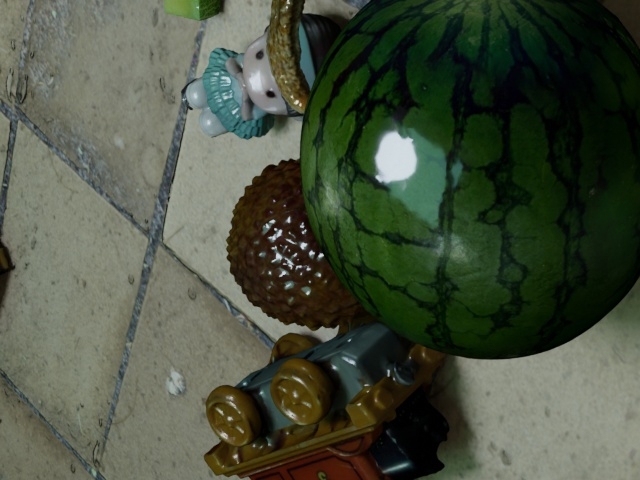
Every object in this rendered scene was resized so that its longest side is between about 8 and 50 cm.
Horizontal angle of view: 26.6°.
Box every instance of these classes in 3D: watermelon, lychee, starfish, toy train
[{"bbox_3d":[0.147,-0.071,1.211,0.363,0.363,0.363,21,121,39],"label":"watermelon"},{"bbox_3d":[0.000,0.000,1.503,0.238,0.200,0.200,-17,94,39],"label":"lychee"},{"bbox_3d":[0.003,-0.288,1.332,0.375,0.094,0.327,-109,36,-63],"label":"starfish"},{"bbox_3d":[0.007,0.225,1.613,0.369,0.163,0.231,-27,99,48],"label":"toy train"}]

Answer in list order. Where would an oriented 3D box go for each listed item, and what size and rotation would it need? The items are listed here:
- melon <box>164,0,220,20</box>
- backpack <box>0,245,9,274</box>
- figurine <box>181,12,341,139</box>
[{"bbox_3d":[-0.186,-0.356,1.629,0.118,0.064,0.209,-23,92,47],"label":"melon"},{"bbox_3d":[-0.678,0.047,2.210,0.353,0.201,0.378,46,131,28],"label":"backpack"},{"bbox_3d":[-0.055,-0.173,1.544,0.245,0.110,0.138,-14,106,51],"label":"figurine"}]
